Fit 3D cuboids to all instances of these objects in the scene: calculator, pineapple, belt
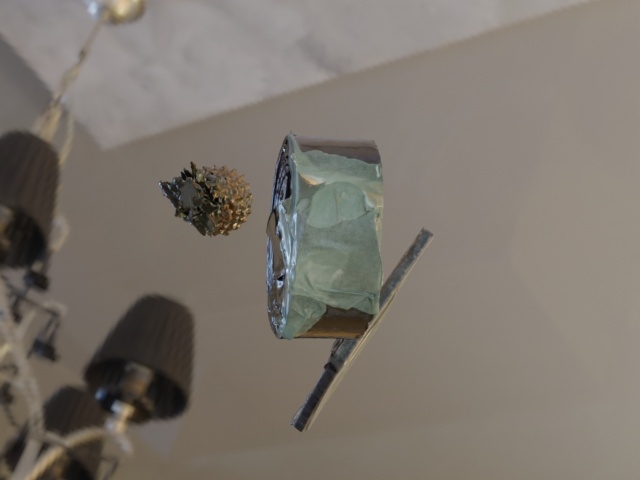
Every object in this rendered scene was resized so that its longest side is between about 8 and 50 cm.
[{"bbox_3d":[0.036,0.087,1.365,0.021,0.161,0.261,35,-19,4],"label":"calculator"},{"bbox_3d":[-0.109,-0.041,1.389,0.074,0.074,0.159,13,2,9],"label":"pineapple"},{"bbox_3d":[0.000,0.000,1.102,0.078,0.151,0.198,2,-22,-8],"label":"belt"}]
